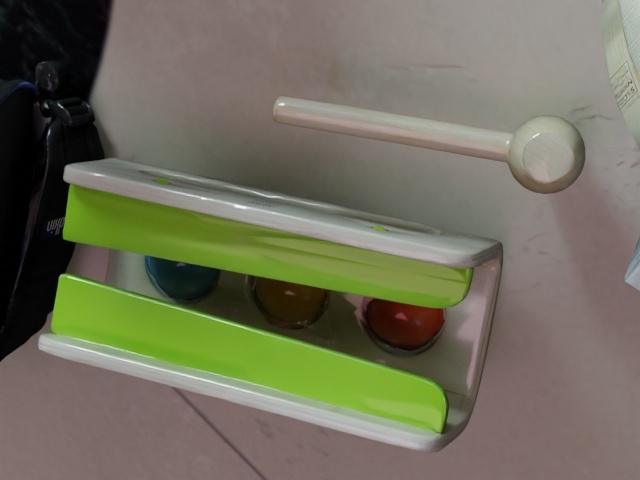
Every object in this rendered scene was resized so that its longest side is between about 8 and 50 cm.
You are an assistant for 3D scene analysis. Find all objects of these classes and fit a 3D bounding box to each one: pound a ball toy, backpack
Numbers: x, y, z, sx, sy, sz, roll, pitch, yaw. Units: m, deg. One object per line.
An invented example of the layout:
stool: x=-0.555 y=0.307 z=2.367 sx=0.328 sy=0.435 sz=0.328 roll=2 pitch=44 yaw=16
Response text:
pound a ball toy: x=0.000 y=0.000 z=0.937 sx=0.319 sy=0.136 sz=0.208 roll=12 pitch=98 yaw=16
backpack: x=-0.302 y=0.024 z=0.989 sx=0.213 sy=0.276 sz=0.263 roll=21 pitch=132 yaw=16

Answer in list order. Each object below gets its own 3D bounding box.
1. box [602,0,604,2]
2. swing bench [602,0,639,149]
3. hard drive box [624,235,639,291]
box: x=0.230 y=-0.266 z=0.592 sx=0.318 sy=0.097 sz=0.395 roll=-3 pitch=142 yaw=26
swing bench: x=0.276 y=-0.098 z=0.587 sx=0.254 sy=0.165 sz=0.253 roll=18 pitch=148 yaw=-9
hard drive box: x=0.319 y=0.007 z=0.811 sx=0.232 sy=0.089 sz=0.181 roll=33 pitch=127 yaw=1
